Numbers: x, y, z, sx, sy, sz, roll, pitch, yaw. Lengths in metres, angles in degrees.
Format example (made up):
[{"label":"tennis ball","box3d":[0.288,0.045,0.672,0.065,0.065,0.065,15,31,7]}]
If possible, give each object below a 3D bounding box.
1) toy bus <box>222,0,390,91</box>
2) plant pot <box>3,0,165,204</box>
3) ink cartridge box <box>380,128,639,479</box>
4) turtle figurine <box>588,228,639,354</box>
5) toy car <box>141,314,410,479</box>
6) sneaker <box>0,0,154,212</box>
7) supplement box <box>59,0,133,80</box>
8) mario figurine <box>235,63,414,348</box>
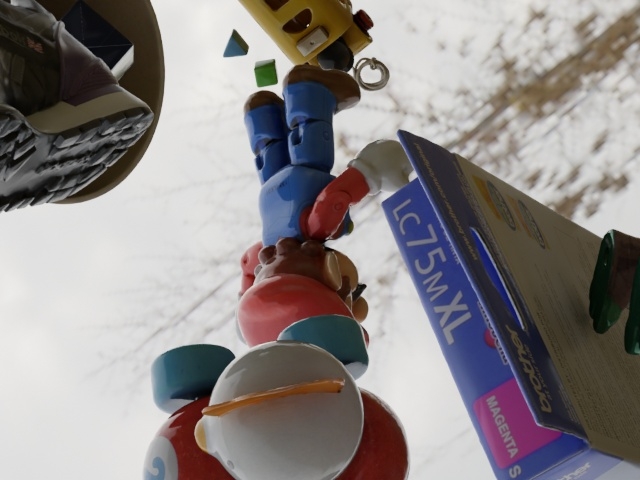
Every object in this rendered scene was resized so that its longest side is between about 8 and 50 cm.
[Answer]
[{"label":"toy bus","box3d":[-0.011,-0.251,1.777,0.202,0.191,0.104,5,-153,-1]},{"label":"plant pot","box3d":[-0.332,-0.159,1.433,0.256,0.274,0.256,1,-91,-50]},{"label":"ink cartridge box","box3d":[0.139,0.064,0.862,0.311,0.065,0.186,26,-145,-53]},{"label":"turtle figurine","box3d":[0.269,0.038,0.805,0.234,0.175,0.118,8,-102,-5]},{"label":"toy car","box3d":[-0.044,0.145,1.131,0.238,0.210,0.219,74,-175,-63]},{"label":"sneaker","box3d":[-0.206,-0.078,0.815,0.124,0.107,0.283,51,-163,6]},{"label":"supplement box","box3d":[-0.196,-0.137,1.221,0.056,0.083,0.083,41,-97,-3]},{"label":"mario figurine","box3d":[0.000,0.000,1.522,0.170,0.198,0.320,2,-115,-7]}]
